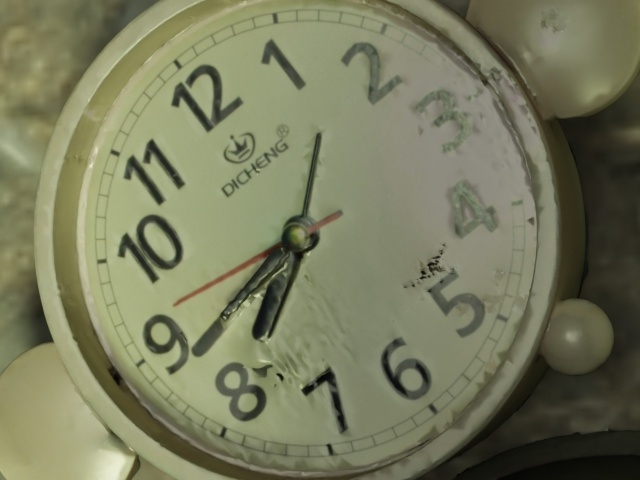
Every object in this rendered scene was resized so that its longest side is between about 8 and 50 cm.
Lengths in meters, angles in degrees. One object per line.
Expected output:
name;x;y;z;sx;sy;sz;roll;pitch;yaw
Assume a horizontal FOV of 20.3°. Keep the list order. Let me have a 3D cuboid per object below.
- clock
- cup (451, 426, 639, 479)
clock;0.000;0.000;0.515;0.229;0.063;0.155;-40;81;13
cup;0.051;0.145;0.376;0.203;0.288;0.203;-1;87;17
